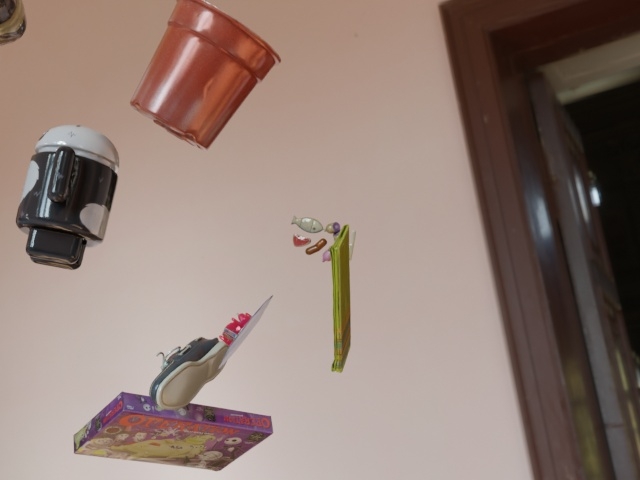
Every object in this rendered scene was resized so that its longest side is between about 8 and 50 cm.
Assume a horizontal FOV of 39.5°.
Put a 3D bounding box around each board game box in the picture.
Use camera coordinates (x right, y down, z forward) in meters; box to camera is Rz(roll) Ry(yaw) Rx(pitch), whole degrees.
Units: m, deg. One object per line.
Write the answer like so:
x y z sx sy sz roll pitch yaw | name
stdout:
-0.146 0.154 1.595 0.133 0.033 0.168 -50 -5 -34 | board game box
-0.295 0.393 1.808 0.347 0.056 0.208 18 -48 -35 | board game box

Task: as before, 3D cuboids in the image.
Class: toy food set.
0.000 0.000 1.633 0.122 0.077 0.019 9 0 12 | toy food set

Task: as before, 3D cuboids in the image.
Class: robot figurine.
-0.492 -0.088 1.733 0.209 0.278 0.174 -5 -20 42 | robot figurine

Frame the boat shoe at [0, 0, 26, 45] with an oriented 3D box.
-0.491 -0.412 1.235 0.132 0.355 0.130 -21 -35 -15 | boat shoe

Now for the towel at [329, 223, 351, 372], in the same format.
0.034 0.099 1.515 0.021 0.237 0.102 3 24 10 | towel

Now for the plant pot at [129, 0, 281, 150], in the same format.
-0.272 -0.361 1.992 0.272 0.265 0.272 31 -3 2 | plant pot

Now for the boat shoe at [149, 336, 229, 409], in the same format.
-0.265 0.248 1.730 0.079 0.095 0.254 16 25 18 | boat shoe
